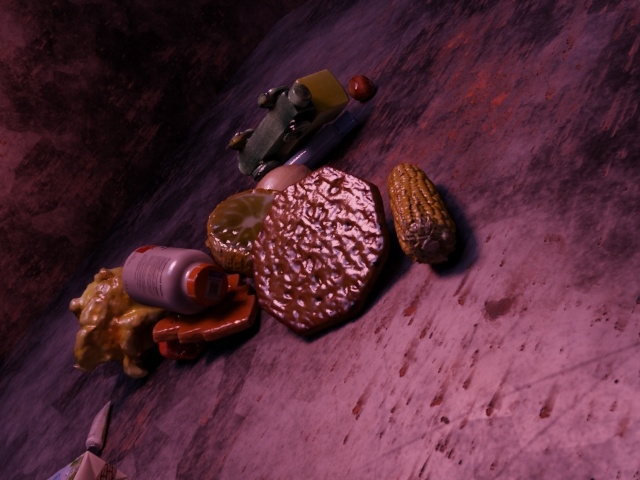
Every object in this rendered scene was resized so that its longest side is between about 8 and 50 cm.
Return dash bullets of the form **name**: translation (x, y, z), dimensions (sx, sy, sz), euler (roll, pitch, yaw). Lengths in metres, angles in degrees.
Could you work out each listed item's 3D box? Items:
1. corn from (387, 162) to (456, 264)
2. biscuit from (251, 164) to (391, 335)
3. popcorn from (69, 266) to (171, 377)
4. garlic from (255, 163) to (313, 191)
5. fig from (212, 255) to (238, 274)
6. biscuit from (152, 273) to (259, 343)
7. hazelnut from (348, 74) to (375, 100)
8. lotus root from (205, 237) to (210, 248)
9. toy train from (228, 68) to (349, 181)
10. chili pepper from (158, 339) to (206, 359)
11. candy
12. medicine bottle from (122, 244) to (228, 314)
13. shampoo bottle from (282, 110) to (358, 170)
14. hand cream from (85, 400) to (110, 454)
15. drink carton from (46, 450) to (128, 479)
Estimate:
- **corn**: translation (0.188, -0.055, 1.278), dimensions (0.115, 0.115, 0.318), euler (-38, 23, 18)
- **biscuit**: translation (-0.006, 0.019, 1.381), dimensions (0.359, 0.046, 0.359), euler (-15, 65, 36)
- **popcorn**: translation (-0.539, 0.202, 1.850), dimensions (0.335, 0.274, 0.279), euler (-49, 22, -6)
- **garlic**: translation (-0.096, -0.121, 1.836), dimensions (0.245, 0.145, 0.164), euler (-53, -7, -20)
- **fig**: translation (-0.217, -0.002, 1.835), dimensions (0.146, 0.134, 0.201), euler (-27, 20, 17)
- **biscuit**: translation (-0.256, 0.180, 1.635), dimensions (0.284, 0.043, 0.306), euler (-34, 26, -31)
- **hazelnut**: translation (0.126, -0.467, 2.057), dimensions (0.086, 0.086, 0.086), euler (-36, 26, 21)
- **lotus root**: translation (-0.302, 0.007, 2.021), dimensions (0.072, 0.063, 0.152), euler (-16, -3, -40)
- **toy train**: translation (-0.096, -0.327, 1.950), dimensions (0.253, 0.160, 0.397), euler (-30, -9, -40)
- **chili pepper**: translation (-0.370, 0.262, 1.714), dimensions (0.086, 0.084, 0.192), euler (-9, 2, -40)
- **candy**: translation (-0.151, -0.020, 1.643), dimensions (0.259, 0.118, 0.260), euler (-4, 46, 4)
- **medicine bottle**: translation (-0.350, 0.096, 1.640), dimensions (0.288, 0.157, 0.157), euler (4, 53, 45)
- **shampoo bottle**: translation (0.000, -0.272, 1.943), dimensions (0.258, 0.061, 0.104), euler (-41, -11, 9)
- **hand cream**: translation (-0.581, 0.492, 1.757), dimensions (0.067, 0.042, 0.194), euler (-51, 18, 9)
- **drink carton**: translation (-0.537, 0.625, 1.364), dimensions (0.194, 0.132, 0.325), euler (-36, 24, 23)
